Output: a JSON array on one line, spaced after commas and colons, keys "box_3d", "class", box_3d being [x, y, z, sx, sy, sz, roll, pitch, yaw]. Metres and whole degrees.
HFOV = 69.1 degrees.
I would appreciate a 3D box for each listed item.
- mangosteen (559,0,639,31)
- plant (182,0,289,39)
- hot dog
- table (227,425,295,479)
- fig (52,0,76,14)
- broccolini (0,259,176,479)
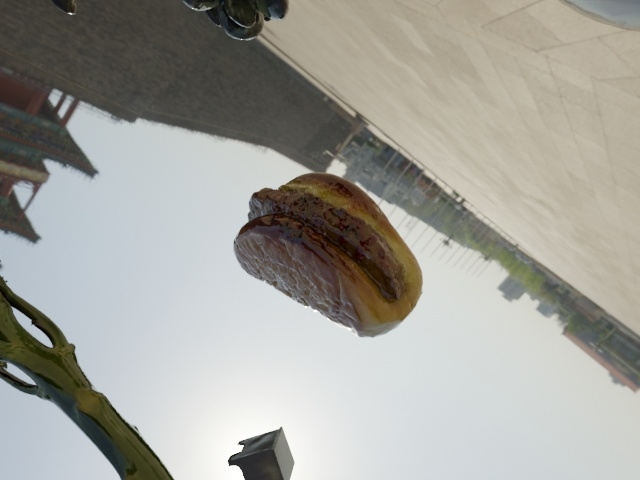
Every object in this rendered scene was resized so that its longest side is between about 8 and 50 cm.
[{"box_3d": [0.252, -0.302, 0.277, 0.306, 0.306, 0.359, 31, -135, -25], "class": "mangosteen"}, {"box_3d": [-0.105, -0.365, 0.637, 0.274, 0.147, 0.149, -97, -1, -52], "class": "plant"}, {"box_3d": [-0.001, 0.001, 0.884, 0.405, 0.223, 0.185, 24, -133, 34], "class": "hot dog"}, {"box_3d": [-0.098, 0.370, 0.774, 0.083, 0.082, 0.070, -33, -75, -83], "class": "table"}, {"box_3d": [-0.179, -0.321, 0.375, 0.190, 0.291, 0.190, 54, -161, -29], "class": "fig"}, {"box_3d": [-0.197, 0.138, 0.348, 0.392, 0.074, 0.079, 42, -136, 15], "class": "broccolini"}]
